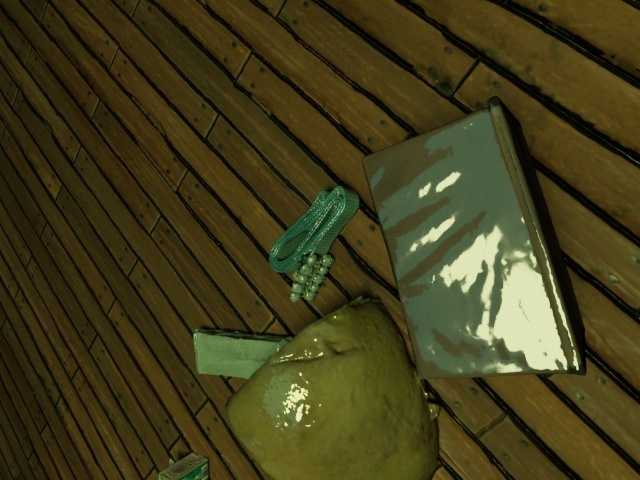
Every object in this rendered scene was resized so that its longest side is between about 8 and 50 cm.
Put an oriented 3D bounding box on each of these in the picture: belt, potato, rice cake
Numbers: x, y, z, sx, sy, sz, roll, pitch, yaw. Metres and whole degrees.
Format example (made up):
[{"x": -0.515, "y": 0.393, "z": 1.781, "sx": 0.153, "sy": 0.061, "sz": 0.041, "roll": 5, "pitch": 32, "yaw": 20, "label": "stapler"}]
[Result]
[{"x": -0.003, "y": -0.001, "z": 0.654, "sx": 0.179, "sy": 0.065, "sz": 0.100, "roll": -51, "pitch": 58, "yaw": 24, "label": "belt"}, {"x": 0.046, "y": 0.242, "z": 0.560, "sx": 0.211, "sy": 0.189, "sz": 0.264, "roll": -48, "pitch": 69, "yaw": 24, "label": "potato"}, {"x": -0.137, "y": 0.204, "z": 0.758, "sx": 0.226, "sy": 0.040, "sz": 0.085, "roll": -3, "pitch": 90, "yaw": 32, "label": "rice cake"}]

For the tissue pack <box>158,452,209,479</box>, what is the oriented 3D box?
[{"x": -0.270, "y": 0.486, "z": 0.829, "sx": 0.079, "sy": 0.085, "sz": 0.111, "roll": 0, "pitch": 94, "yaw": 33, "label": "tissue pack"}]

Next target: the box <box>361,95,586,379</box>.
[{"x": 0.172, "y": 0.002, "z": 0.475, "sx": 0.153, "sy": 0.188, "sz": 0.252, "roll": -17, "pitch": 86, "yaw": 31, "label": "box"}]
